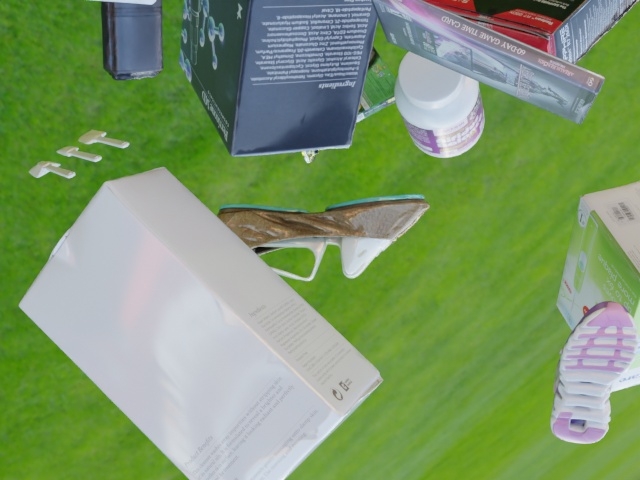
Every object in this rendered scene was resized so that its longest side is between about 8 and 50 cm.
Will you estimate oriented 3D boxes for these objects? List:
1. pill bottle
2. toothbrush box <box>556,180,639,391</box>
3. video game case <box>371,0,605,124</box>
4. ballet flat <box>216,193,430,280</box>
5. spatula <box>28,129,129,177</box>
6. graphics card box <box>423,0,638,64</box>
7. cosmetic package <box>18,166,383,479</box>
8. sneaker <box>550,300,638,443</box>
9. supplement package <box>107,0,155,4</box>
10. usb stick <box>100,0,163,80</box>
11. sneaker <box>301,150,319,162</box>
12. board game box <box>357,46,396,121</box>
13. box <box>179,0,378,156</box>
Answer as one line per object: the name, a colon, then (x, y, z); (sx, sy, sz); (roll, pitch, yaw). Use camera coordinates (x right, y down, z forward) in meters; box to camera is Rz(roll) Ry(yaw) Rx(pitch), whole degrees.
pill bottle: (0.242, -0.287, 1.964); (0.169, 0.169, 0.301); (-38, 162, 4)
toothbrush box: (0.503, 0.078, 1.581); (0.122, 0.206, 0.283); (-15, 139, -9)
video game case: (0.197, -0.219, 1.151); (0.026, 0.274, 0.196); (-64, 170, 1)
ballet flat: (0.000, 0.000, 1.493); (0.343, 0.124, 0.116); (-3, 170, 5)
spatula: (-0.482, -0.167, 1.919); (0.168, 0.242, 0.019); (-33, 117, -23)
graphics card box: (0.352, -0.395, 1.422); (0.371, 0.233, 0.094); (-45, 138, -23)
cosmetic package: (-0.147, 0.118, 1.161); (0.217, 0.385, 0.156); (-48, 171, 22)
sneaker: (0.377, 0.172, 1.359); (0.104, 0.095, 0.236); (-75, 173, -55)
supplement package: (-0.200, -0.352, 0.865); (0.149, 0.203, 0.194); (-5, 166, -34)
usb stick: (-0.216, -0.322, 1.097); (0.077, 0.045, 0.277); (-11, 111, -37)
sneaker: (-0.017, -0.179, 1.959); (0.035, 0.031, 0.083); (-8, 170, 11)
board game box: (0.085, -0.398, 2.273); (0.136, 0.259, 0.030); (-26, 145, -2)
box: (-0.065, -0.374, 1.460); (0.212, 0.293, 0.395); (-8, 131, -23)
